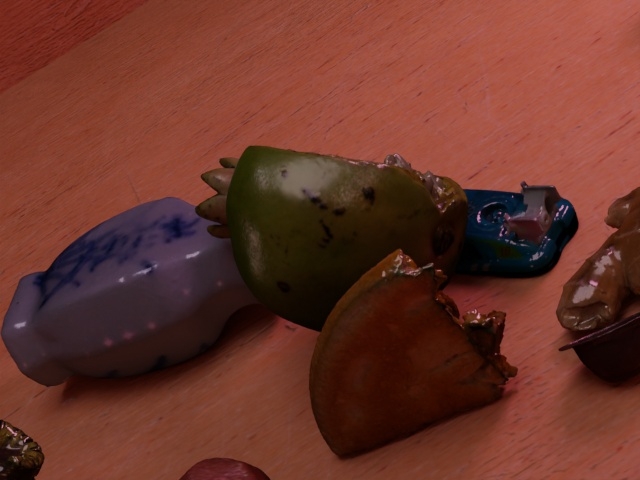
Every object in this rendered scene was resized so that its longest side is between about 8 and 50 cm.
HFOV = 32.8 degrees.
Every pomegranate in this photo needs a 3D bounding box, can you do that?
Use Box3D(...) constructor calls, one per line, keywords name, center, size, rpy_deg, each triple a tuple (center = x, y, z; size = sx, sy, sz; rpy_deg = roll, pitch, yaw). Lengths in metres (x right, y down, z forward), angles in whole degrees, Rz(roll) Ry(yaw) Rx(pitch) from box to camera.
Box3D(name="pomegranate", center=(0.000, 0.000, 1.312), size=(0.358, 0.216, 0.309), rpy_deg=(5, 3, 36))

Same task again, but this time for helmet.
Box3D(name="helmet", center=(0.310, 0.116, 1.128), size=(0.111, 0.057, 0.089), rpy_deg=(-27, -5, 17))

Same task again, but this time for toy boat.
Box3D(name="toy boat", center=(0.182, -0.030, 1.424), size=(0.298, 0.092, 0.134), rpy_deg=(3, 48, 43))

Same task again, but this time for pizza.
Box3D(name="pizza", center=(0.105, 0.124, 1.187), size=(0.228, 0.290, 0.081), rpy_deg=(8, 35, -8))

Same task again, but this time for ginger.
Box3D(name="ginger", center=(0.389, -0.019, 1.240), size=(0.148, 0.081, 0.334), rpy_deg=(-16, 29, 53))

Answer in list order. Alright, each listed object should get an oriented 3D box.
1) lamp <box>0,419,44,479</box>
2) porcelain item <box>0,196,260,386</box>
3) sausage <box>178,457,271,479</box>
Box3D(name="lamp", center=(-0.432, 0.328, 1.307), size=(0.247, 0.247, 0.247), rpy_deg=(-22, 32, 15))
Box3D(name="porcelain item", center=(-0.250, 0.071, 1.569), size=(0.405, 0.178, 0.243), rpy_deg=(-23, 33, 18))
Box3D(name="sausage", center=(-0.088, 0.307, 1.099), size=(0.148, 0.148, 0.254), rpy_deg=(-38, 16, -11))
